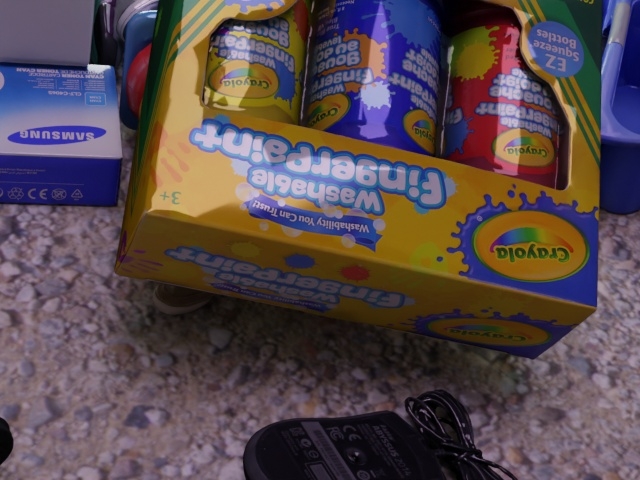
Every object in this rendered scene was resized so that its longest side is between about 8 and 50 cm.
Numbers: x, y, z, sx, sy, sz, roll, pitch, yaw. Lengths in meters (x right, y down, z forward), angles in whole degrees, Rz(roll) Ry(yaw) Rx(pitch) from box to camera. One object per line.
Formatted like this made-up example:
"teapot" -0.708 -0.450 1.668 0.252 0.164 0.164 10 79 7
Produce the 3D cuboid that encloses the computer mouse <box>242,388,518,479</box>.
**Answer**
"computer mouse" 0.045 0.226 1.475 0.272 0.072 0.188 1 40 -31

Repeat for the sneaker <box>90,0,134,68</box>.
"sneaker" -0.231 -0.283 1.948 0.098 0.083 0.223 7 41 -14

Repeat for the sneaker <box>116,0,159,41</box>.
"sneaker" -0.114 -0.218 1.874 0.226 0.086 0.163 -1 42 -40

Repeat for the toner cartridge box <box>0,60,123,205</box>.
"toner cartridge box" -0.395 -0.122 1.733 0.348 0.075 0.165 1 44 -13

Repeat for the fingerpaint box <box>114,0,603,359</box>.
"fingerpaint box" 0.049 -0.113 1.593 0.445 0.163 0.371 13 64 -13

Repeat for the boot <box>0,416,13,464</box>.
"boot" -0.418 0.133 1.431 0.247 0.094 0.207 -12 51 -17

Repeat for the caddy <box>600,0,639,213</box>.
"caddy" 0.339 -0.195 1.922 0.241 0.179 0.341 16 42 5

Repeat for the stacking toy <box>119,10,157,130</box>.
"stacking toy" -0.121 -0.098 1.706 0.166 0.175 0.302 0 45 -12

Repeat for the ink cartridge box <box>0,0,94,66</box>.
"ink cartridge box" -0.321 -0.340 1.849 0.114 0.197 0.273 2 26 -13

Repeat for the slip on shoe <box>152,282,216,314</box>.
"slip on shoe" -0.115 0.034 1.657 0.135 0.041 0.051 -20 51 -32
